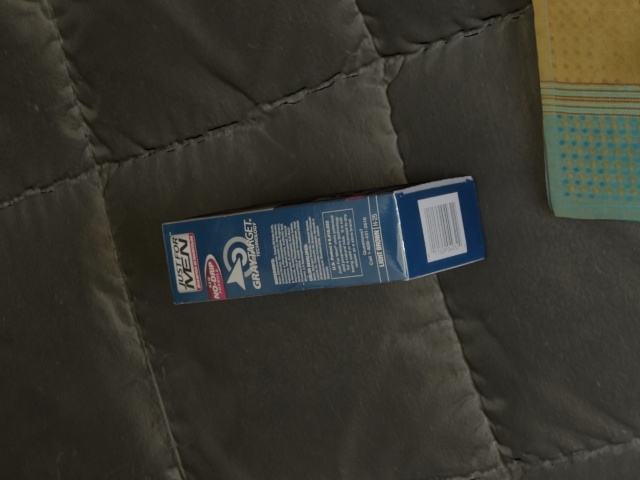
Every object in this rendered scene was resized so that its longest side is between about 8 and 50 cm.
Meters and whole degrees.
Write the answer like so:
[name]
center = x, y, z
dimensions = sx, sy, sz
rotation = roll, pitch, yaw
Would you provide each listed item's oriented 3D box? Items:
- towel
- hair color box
[towel]
center = 0.344, -0.186, 1.837
dimensions = 0.271, 0.040, 0.370
rotation = 8, 119, 35
[hair color box]
center = 0.000, 0.000, 2.094
dimensions = 0.347, 0.174, 0.105
rotation = -8, 93, 36
